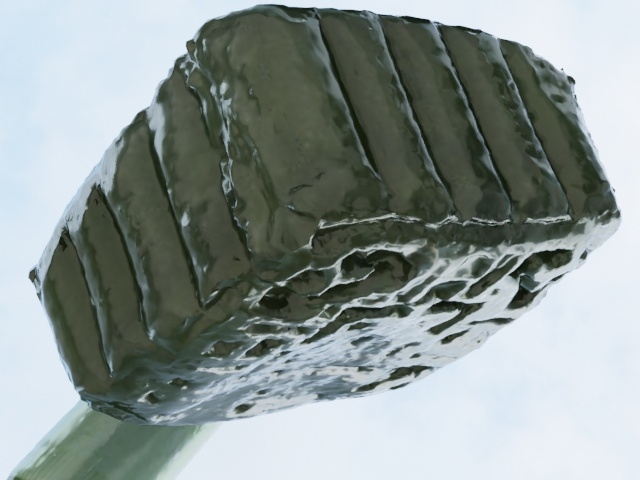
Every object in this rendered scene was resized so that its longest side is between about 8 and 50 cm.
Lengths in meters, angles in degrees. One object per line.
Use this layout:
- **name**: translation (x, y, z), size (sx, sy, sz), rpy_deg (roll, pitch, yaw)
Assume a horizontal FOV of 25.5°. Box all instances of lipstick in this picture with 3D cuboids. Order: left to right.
- **lipstick**: translation (-0.071, 0.070, 0.860), size (0.076, 0.076, 0.304), rpy_deg (37, -125, 7)

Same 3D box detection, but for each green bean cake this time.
- **green bean cake**: translation (0.000, 0.000, 0.666), size (0.227, 0.222, 0.125), rpy_deg (-39, -117, 44)
